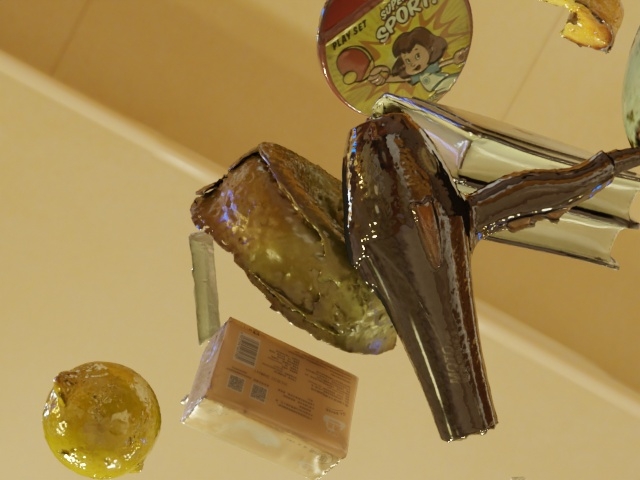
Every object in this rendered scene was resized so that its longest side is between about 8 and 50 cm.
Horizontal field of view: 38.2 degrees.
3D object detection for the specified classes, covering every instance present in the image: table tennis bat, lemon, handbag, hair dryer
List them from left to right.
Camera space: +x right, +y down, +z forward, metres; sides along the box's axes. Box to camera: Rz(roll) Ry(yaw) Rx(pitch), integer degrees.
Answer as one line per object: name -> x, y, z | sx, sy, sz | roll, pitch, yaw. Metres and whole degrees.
lemon -> -0.330, 0.267, 1.389 | 0.173, 0.173, 0.206 | 31, 165, 49
table tennis bat -> 0.098, -0.359, 1.464 | 0.415, 0.268, 0.051 | 52, -177, -43
handbag -> 0.252, -0.085, 1.291 | 0.358, 0.160, 0.237 | 11, -159, -30
hair dryer -> 0.206, -0.004, 0.860 | 0.120, 0.359, 0.304 | 140, 110, -79

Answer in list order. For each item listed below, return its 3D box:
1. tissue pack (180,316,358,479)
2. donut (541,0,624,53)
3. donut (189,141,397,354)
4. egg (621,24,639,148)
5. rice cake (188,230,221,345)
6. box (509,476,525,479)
tissue pack -> -0.113, 0.338, 1.849 | 0.305, 0.239, 0.238 | 26, -177, -13
donut -> 0.407, -0.367, 1.441 | 0.181, 0.078, 0.146 | 34, 180, -39
donut -> 0.000, 0.000, 0.979 | 0.272, 0.107, 0.272 | 34, -163, -12
egg -> 0.497, -0.209, 0.996 | 0.287, 0.379, 0.287 | 37, -171, -7
rice cake -> -0.249, 0.102, 1.989 | 0.057, 0.256, 0.052 | -12, -159, -25
box -> 0.300, 0.406, 1.397 | 0.024, 0.083, 0.054 | -2, 150, 2
